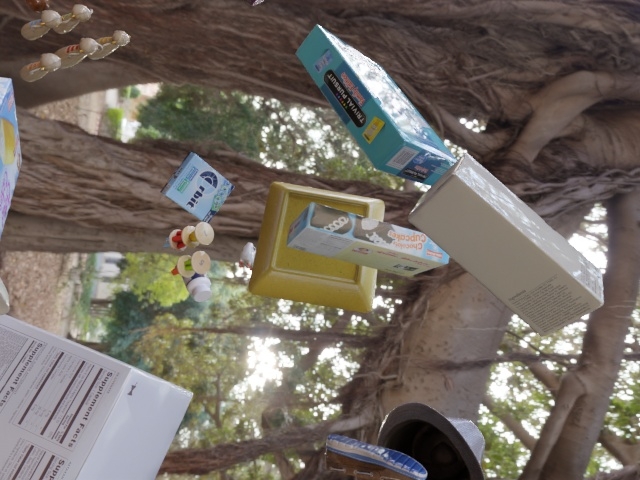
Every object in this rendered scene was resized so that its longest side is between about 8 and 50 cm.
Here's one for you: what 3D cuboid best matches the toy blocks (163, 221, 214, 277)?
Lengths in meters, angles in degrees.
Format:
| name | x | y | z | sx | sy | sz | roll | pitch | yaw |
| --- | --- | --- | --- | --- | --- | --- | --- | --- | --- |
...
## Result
| name | x | y | z | sx | sy | sz | roll | pitch | yaw |
| --- | --- | --- | --- | --- | --- | --- | --- | --- | --- |
| toy blocks | -0.319 | 0.029 | 1.073 | 0.148 | 0.054 | 0.123 | -12 | -113 | 37 |

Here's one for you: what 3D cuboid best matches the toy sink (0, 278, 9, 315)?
| name | x | y | z | sx | sy | sz | roll | pitch | yaw |
| --- | --- | --- | --- | --- | --- | --- | --- | --- | --- |
| toy sink | -0.375 | -0.010 | 0.330 | 0.153 | 0.234 | 0.131 | -50 | -128 | 56 |

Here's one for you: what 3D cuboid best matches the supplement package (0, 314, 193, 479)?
| name | x | y | z | sx | sy | sz | roll | pitch | yaw |
| --- | --- | --- | --- | --- | --- | --- | --- | --- | --- |
| supplement package | -0.340 | 0.220 | 0.556 | 0.199 | 0.262 | 0.198 | 80 | 30 | -64 |

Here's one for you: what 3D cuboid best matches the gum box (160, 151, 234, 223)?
| name | x | y | z | sx | sy | sz | roll | pitch | yaw |
| --- | --- | --- | --- | --- | --- | --- | --- | --- | --- |
| gum box | -0.386 | -0.163 | 1.464 | 0.041 | 0.184 | 0.157 | 26 | -102 | 43 |

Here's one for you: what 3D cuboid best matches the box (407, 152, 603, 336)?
| name | x | y | z | sx | sy | sz | roll | pitch | yaw |
| --- | --- | --- | --- | --- | --- | --- | --- | --- | --- |
| box | 0.275 | 0.007 | 0.689 | 0.113 | 0.275 | 0.094 | -47 | -179 | 41 |

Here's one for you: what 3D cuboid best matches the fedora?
| name | x | y | z | sx | sy | sz | roll | pitch | yaw |
| --- | --- | --- | --- | --- | --- | --- | --- | --- | --- |
| fedora | 0.239 | 0.436 | 0.921 | 0.244 | 0.124 | 0.275 | 48 | -52 | 32 |

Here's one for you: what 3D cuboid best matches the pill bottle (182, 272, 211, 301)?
| name | x | y | z | sx | sy | sz | roll | pitch | yaw |
| --- | --- | --- | --- | --- | --- | --- | --- | --- | --- |
| pill bottle | -0.490 | 0.156 | 1.819 | 0.169 | 0.094 | 0.094 | 57 | -45 | 34 |

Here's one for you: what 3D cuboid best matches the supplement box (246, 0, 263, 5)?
| name | x | y | z | sx | sy | sz | roll | pitch | yaw |
| --- | --- | --- | --- | --- | --- | --- | --- | --- | --- |
| supplement box | -0.212 | -0.712 | 1.180 | 0.104 | 0.188 | 0.081 | -47 | -169 | 36 |

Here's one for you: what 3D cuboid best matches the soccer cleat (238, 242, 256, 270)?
| name | x | y | z | sx | sy | sz | roll | pitch | yaw |
| --- | --- | --- | --- | --- | --- | --- | --- | --- | --- |
| soccer cleat | -0.247 | 0.059 | 1.597 | 0.196 | 0.068 | 0.076 | 124 | -16 | -76 |

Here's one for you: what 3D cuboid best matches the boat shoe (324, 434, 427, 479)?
| name | x | y | z | sx | sy | sz | roll | pitch | yaw |
| --- | --- | --- | --- | --- | --- | --- | --- | --- | --- |
| boat shoe | 0.092 | 0.395 | 0.796 | 0.183 | 0.066 | 0.066 | 6 | -98 | 31 |

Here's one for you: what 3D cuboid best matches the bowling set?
| name | x | y | z | sx | sy | sz | roll | pitch | yaw |
| --- | --- | --- | --- | --- | --- | --- | --- | --- | --- |
| bowling set | -0.650 | -0.534 | 1.150 | 0.154 | 0.200 | 0.287 | -7 | -146 | 30 |

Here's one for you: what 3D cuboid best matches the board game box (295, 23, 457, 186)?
| name | x | y | z | sx | sy | sz | roll | pitch | yaw |
| --- | --- | --- | --- | --- | --- | --- | --- | --- | --- |
| board game box | 0.123 | -0.273 | 0.968 | 0.079 | 0.254 | 0.336 | -44 | -118 | 28 |

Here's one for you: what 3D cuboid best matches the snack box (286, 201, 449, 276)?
| name | x | y | z | sx | sy | sz | roll | pitch | yaw |
| --- | --- | --- | --- | --- | --- | --- | --- | --- | --- |
| snack box | 0.100 | 0.007 | 1.032 | 0.187 | 0.322 | 0.060 | 143 | -40 | -69 |

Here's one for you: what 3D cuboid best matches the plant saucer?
| name | x | y | z | sx | sy | sz | roll | pitch | yaw |
| --- | --- | --- | --- | --- | --- | --- | --- | --- | --- |
| plant saucer | 0.000 | 0.000 | 1.221 | 0.081 | 0.333 | 0.333 | 104 | -4 | -70 |

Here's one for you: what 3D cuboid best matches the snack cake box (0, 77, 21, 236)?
| name | x | y | z | sx | sy | sz | roll | pitch | yaw |
| --- | --- | --- | --- | --- | --- | --- | --- | --- | --- |
| snack cake box | -0.494 | -0.108 | 0.644 | 0.264 | 0.089 | 0.152 | -115 | -147 | -44 |
